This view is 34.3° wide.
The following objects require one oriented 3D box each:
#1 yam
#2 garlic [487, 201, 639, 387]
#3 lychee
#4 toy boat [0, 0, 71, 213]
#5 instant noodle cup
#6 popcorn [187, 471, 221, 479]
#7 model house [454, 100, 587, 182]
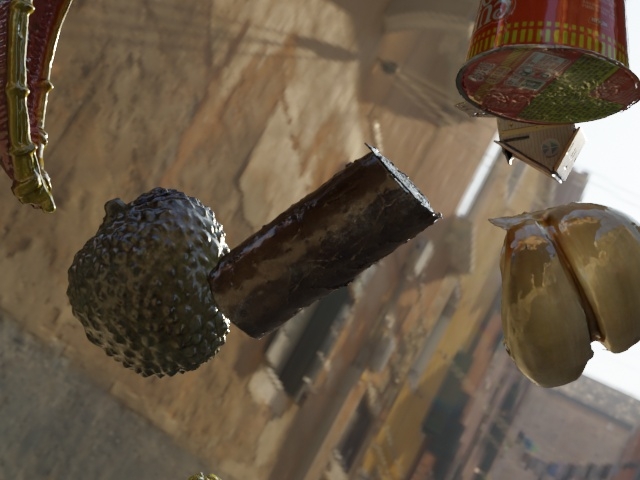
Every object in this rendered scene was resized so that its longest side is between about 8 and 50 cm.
[{"bbox_3d":[0.001,0.001,1.270,0.131,0.279,0.131,52,12,-16],"label":"yam"},{"bbox_3d":[0.426,0.090,1.765,0.286,0.313,0.249,-13,-2,-16],"label":"garlic"},{"bbox_3d":[-0.234,0.058,1.495,0.274,0.255,0.255,51,-14,6],"label":"lychee"},{"bbox_3d":[-0.289,-0.185,1.054,0.099,0.318,0.141,7,-16,1],"label":"toy boat"},{"bbox_3d":[0.250,-0.254,1.097,0.193,0.212,0.193,8,-16,2],"label":"instant noodle cup"},{"bbox_3d":[-0.186,0.425,1.629,0.121,0.106,0.116,57,-5,42],"label":"popcorn"},{"bbox_3d":[0.320,-0.148,1.546,0.207,0.136,0.219,-9,-6,16],"label":"model house"}]
